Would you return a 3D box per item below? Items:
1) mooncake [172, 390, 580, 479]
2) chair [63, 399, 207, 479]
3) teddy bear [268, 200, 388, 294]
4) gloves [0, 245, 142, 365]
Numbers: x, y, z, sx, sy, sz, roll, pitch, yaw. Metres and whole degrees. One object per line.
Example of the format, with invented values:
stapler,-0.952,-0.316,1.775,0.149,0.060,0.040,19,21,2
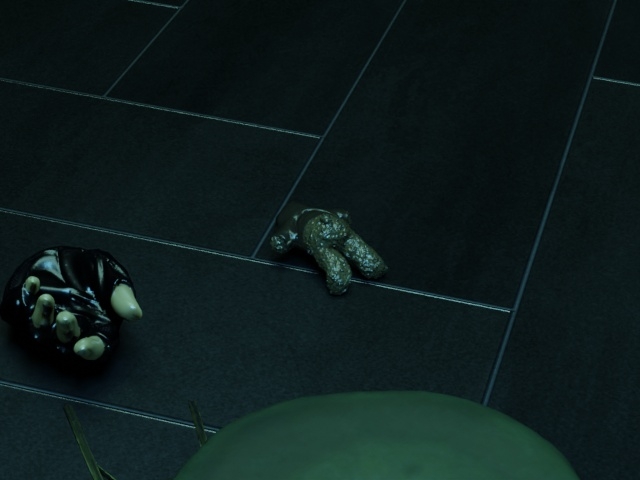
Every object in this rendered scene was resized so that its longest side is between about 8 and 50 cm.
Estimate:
mooncake,0.043,0.283,1.300,0.357,0.194,0.356,-2,32,1
chair,-0.150,0.277,1.457,0.170,0.159,0.325,-2,22,-17
teddy bear,0.001,-0.006,2.042,0.119,0.078,0.160,-24,43,-31
gloves,-0.280,0.079,1.839,0.164,0.124,0.203,-15,34,0
